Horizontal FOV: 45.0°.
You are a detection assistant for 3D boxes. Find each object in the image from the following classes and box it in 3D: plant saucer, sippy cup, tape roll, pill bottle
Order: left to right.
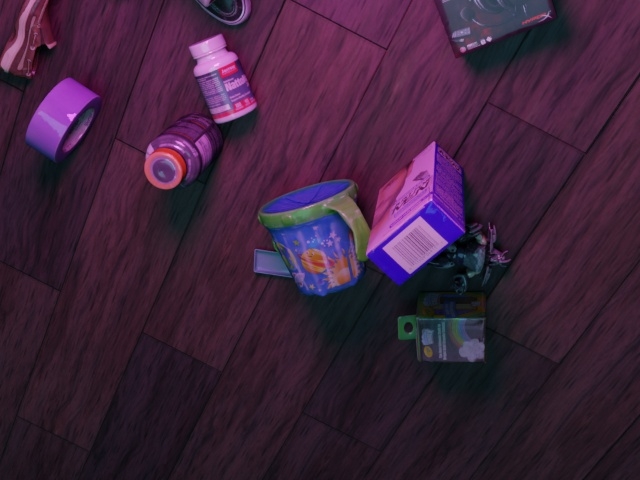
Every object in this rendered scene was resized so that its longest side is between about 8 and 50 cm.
[{"bbox_3d":[-0.601,-0.281,1.811,0.080,0.189,0.189,34,116,-5],"label":"tape roll"},{"bbox_3d":[-0.317,-0.198,1.761,0.130,0.245,0.130,4,115,9],"label":"pill bottle"},{"bbox_3d":[-0.224,-0.366,1.742,0.108,0.108,0.180,-16,111,18],"label":"pill bottle"},{"bbox_3d":[-0.074,0.062,1.962,0.192,0.018,0.067,8,116,7],"label":"plant saucer"},{"bbox_3d":[0.000,0.000,1.784,0.240,0.305,0.224,-18,104,3],"label":"sippy cup"}]

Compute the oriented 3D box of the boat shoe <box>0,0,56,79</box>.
[{"bbox_3d":[-0.655,-0.485,1.792,0.095,0.095,0.257,28,124,-18],"label":"boat shoe"}]

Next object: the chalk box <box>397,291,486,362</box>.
[{"bbox_3d":[0.298,0.211,1.895,0.213,0.132,0.132,0,115,12],"label":"chalk box"}]

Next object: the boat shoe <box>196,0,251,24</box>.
[{"bbox_3d":[-0.268,-0.589,1.649,0.113,0.105,0.306,-28,106,21],"label":"boat shoe"}]

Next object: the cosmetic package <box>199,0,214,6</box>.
[{"bbox_3d":[-0.281,-0.682,1.517,0.385,0.156,0.217,41,71,-5],"label":"cosmetic package"}]

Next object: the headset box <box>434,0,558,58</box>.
[{"bbox_3d":[0.323,-0.549,1.548,0.218,0.110,0.293,-18,110,19],"label":"headset box"}]

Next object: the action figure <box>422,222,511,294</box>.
[{"bbox_3d":[0.307,0.036,1.832,0.285,0.099,0.185,5,110,5],"label":"action figure"}]

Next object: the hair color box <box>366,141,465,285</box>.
[{"bbox_3d":[0.210,-0.068,1.665,0.110,0.339,0.185,43,115,-11],"label":"hair color box"}]
